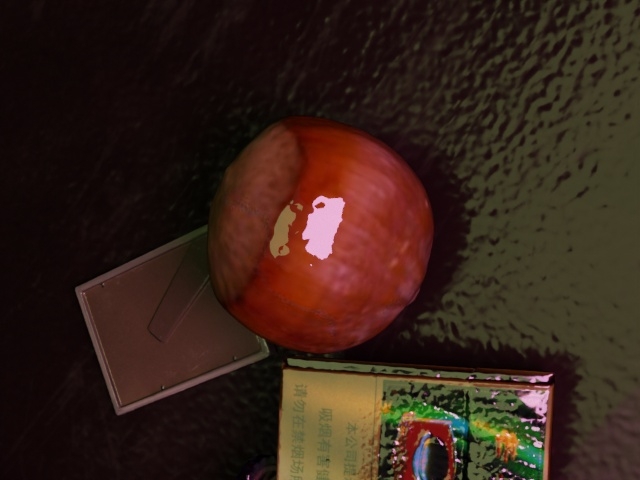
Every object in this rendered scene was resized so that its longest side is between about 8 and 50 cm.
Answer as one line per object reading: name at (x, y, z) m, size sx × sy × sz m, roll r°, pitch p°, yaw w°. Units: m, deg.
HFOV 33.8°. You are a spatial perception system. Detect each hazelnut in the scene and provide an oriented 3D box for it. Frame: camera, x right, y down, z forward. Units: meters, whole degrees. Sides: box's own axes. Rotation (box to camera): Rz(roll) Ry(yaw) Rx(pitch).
hazelnut at (0.000, 0.000, 0.940) m, size 0.214 × 0.176 × 0.214 m, roll 1°, pitch 115°, yaw 2°

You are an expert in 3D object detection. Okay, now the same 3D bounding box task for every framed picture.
framed picture at (-0.155, 0.082, 1.097) m, size 0.203 × 0.015 × 0.150 m, roll -25°, pitch 82°, yaw 24°

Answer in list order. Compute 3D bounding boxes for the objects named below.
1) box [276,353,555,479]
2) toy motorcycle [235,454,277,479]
box at (0.082, 0.184, 0.933) m, size 0.240 × 0.071 × 0.159 m, roll 2°, pitch 91°, yaw 9°
toy motorcycle at (-0.035, 0.316, 1.006) m, size 0.080 × 0.122 × 0.215 m, roll -8°, pitch 73°, yaw 48°
